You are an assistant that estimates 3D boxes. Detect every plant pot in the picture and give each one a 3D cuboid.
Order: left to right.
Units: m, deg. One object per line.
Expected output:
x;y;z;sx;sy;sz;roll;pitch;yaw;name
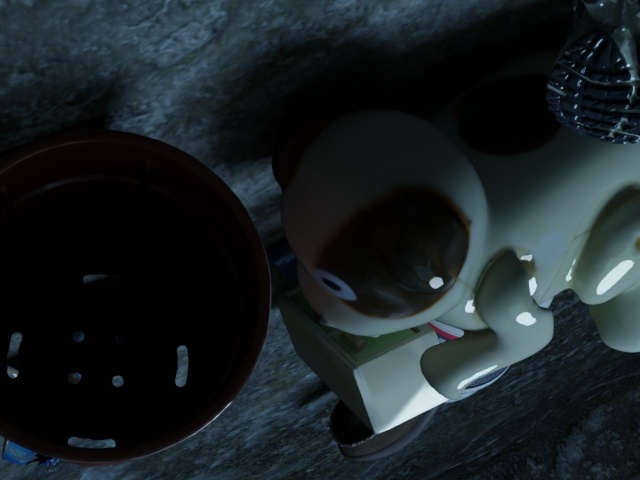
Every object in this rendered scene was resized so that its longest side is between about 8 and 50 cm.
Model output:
-0.192;0.078;1.364;0.272;0.272;0.265;-24;168;-15;plant pot

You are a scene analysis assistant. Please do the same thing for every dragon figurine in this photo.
-0.313;0.185;1.695;0.144;0.085;0.289;-34;161;14;dragon figurine

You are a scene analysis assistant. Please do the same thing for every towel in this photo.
0.000;0.000;1.746;0.119;0.029;0.067;-30;160;4;towel

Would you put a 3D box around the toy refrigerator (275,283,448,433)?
0.044;0.111;1.778;0.102;0.094;0.269;-24;-158;-11;toy refrigerator

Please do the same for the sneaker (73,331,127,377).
-0.167;0.076;1.624;0.237;0.086;0.085;-21;158;-26;sneaker

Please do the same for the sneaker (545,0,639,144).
0.270;-0.200;1.348;0.283;0.110;0.122;93;20;-51;sneaker

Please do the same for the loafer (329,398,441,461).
0.122;0.168;2.238;0.130;0.134;0.366;25;118;-34;loafer

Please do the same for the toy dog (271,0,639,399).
0.148;-0.029;1.515;0.408;0.284;0.395;-13;140;-38;toy dog

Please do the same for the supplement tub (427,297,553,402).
0.166;0.074;1.916;0.191;0.191;0.272;-22;159;-18;supplement tub
